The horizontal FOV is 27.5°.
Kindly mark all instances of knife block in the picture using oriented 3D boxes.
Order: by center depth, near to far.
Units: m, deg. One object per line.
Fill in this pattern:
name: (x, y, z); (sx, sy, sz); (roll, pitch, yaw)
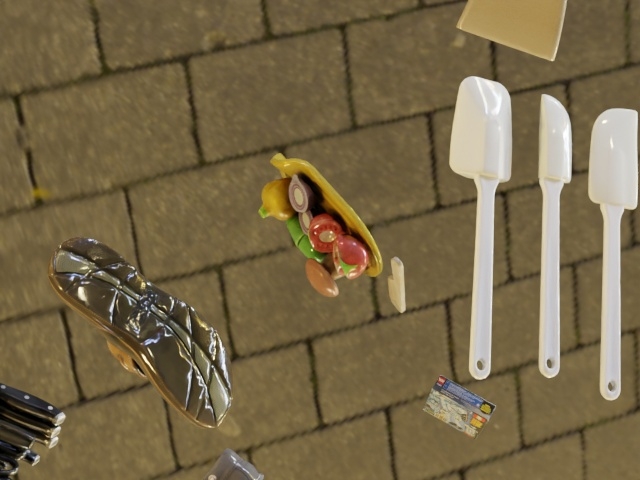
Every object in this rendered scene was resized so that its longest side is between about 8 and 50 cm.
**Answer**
knife block: (-0.441, 0.176, 1.499); (0.242, 0.088, 0.276); (-19, 109, 18)

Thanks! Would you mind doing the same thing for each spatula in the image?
spatula: (0.176, -0.002, 1.028); (0.168, 0.019, 0.242); (10, 76, -24)

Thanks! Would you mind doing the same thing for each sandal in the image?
sandal: (-0.166, 0.087, 1.190); (0.219, 0.060, 0.090); (40, 51, -16)

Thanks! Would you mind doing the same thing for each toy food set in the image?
toy food set: (0.000, 0.000, 1.450); (0.071, 0.218, 0.128); (-37, 161, -15)

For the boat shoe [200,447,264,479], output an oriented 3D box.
boat shoe: (-0.217, 0.405, 1.797); (0.335, 0.112, 0.095); (-37, 94, 11)

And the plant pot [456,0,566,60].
plant pot: (0.216, -0.264, 1.398); (0.109, 0.109, 0.096); (20, 111, 3)

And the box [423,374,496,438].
box: (0.205, 0.248, 1.941); (0.094, 0.137, 0.027); (30, 72, 8)
